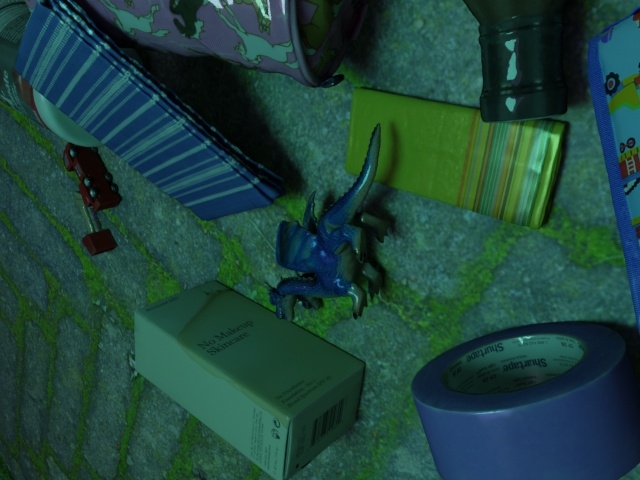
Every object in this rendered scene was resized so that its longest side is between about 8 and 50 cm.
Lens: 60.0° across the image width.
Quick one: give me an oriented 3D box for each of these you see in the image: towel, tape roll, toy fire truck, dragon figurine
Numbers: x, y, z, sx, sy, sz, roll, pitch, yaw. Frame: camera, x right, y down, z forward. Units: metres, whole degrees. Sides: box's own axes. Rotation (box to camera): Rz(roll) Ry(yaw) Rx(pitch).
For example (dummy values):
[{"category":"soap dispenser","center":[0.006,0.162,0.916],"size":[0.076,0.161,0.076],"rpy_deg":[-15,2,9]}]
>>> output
[{"category":"towel","center":[-0.221,-0.143,0.709],"size":[0.336,0.040,0.243],"rpy_deg":[41,154,-25]},{"category":"tape roll","center":[0.183,0.145,0.499],"size":[0.189,0.189,0.080],"rpy_deg":[-16,95,43]},{"category":"toy fire truck","center":[-0.439,-0.082,1.057],"size":[0.135,0.047,0.192],"rpy_deg":[-36,80,44]},{"category":"dragon figurine","center":[0.000,0.000,0.657],"size":[0.144,0.085,0.289],"rpy_deg":[18,130,23]},{"category":"towel","center":[0.128,-0.093,0.579],"size":[0.237,0.021,0.102],"rpy_deg":[21,115,34]}]

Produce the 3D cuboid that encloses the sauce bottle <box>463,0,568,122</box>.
[{"category":"sauce bottle","center":[0.152,-0.268,0.428],"size":[0.111,0.111,0.344],"rpy_deg":[3,107,41]}]

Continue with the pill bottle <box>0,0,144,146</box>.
[{"category":"pill bottle","center":[-0.444,-0.283,0.899],"size":[0.318,0.176,0.176],"rpy_deg":[29,122,31]}]

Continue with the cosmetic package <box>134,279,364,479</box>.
[{"category":"cosmetic package","center":[-0.110,0.181,0.791],"size":[0.309,0.160,0.113],"rpy_deg":[23,119,32]}]

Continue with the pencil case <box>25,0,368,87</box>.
[{"category":"pencil case","center":[-0.144,-0.267,0.604],"size":[0.386,0.160,0.167],"rpy_deg":[15,142,23]}]

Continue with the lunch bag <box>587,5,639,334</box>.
[{"category":"lunch bag","center":[0.306,-0.072,0.351],"size":[0.221,0.138,0.293],"rpy_deg":[-21,82,56]}]
